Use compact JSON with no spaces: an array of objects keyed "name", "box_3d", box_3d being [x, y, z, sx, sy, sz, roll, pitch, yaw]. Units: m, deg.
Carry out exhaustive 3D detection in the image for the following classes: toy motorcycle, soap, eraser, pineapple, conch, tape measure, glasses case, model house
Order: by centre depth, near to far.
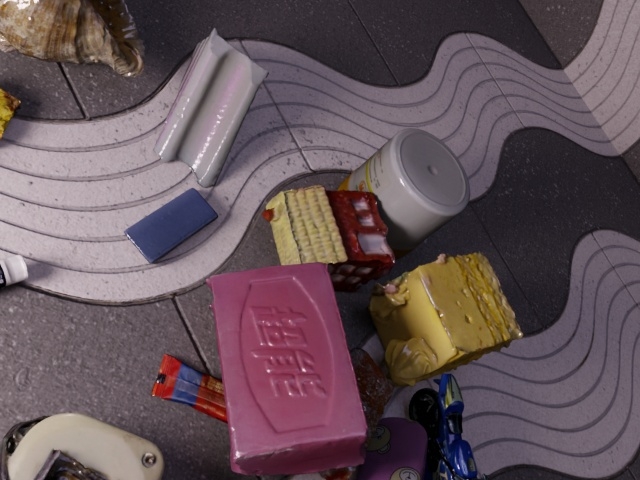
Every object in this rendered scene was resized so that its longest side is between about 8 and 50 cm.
[{"name":"tape measure","box_3d":[-0.366,0.386,1.045,0.231,0.133,0.271,26,58,-14]},{"name":"soap","box_3d":[-0.065,0.224,1.314,0.232,0.128,0.360,-8,53,-9]},{"name":"pineapple","box_3d":[-0.597,-0.232,1.345,0.116,0.069,0.137,-18,82,-49]},{"name":"glasses case","box_3d":[0.125,0.473,1.387,0.123,0.076,0.316,2,47,17]},{"name":"eraser","box_3d":[-0.289,-0.032,1.461,0.082,0.036,0.225,49,44,-1]},{"name":"conch","box_3d":[-0.514,-0.454,1.465,0.352,0.209,0.297,56,29,-44]},{"name":"toy motorcycle","box_3d":[0.257,0.429,1.476,0.113,0.169,0.316,12,59,-38]},{"name":"model house","box_3d":[0.000,0.000,1.581,0.253,0.160,0.196,3,60,-34]},{"name":"soap","box_3d":[-0.256,-0.292,1.659,0.158,0.258,0.302,28,92,-21]}]

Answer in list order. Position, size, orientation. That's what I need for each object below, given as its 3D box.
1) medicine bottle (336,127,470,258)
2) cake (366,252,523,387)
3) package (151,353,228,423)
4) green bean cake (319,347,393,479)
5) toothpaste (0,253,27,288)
[{"name":"medicine bottle","box_3d":[0.191,-0.108,1.746,0.237,0.232,0.238,20,50,-26]},{"name":"cake","box_3d":[0.241,0.176,1.601,0.286,0.222,0.228,-8,66,-40]},{"name":"package","box_3d":[-0.201,0.276,1.333,0.200,0.022,0.083,27,48,-20]},{"name":"green bean cake","box_3d":[0.047,0.334,1.434,0.199,0.097,0.232,51,44,5]},{"name":"toothpaste","box_3d":[-0.565,0.071,1.176,0.193,0.045,0.071,-18,73,-37]}]
